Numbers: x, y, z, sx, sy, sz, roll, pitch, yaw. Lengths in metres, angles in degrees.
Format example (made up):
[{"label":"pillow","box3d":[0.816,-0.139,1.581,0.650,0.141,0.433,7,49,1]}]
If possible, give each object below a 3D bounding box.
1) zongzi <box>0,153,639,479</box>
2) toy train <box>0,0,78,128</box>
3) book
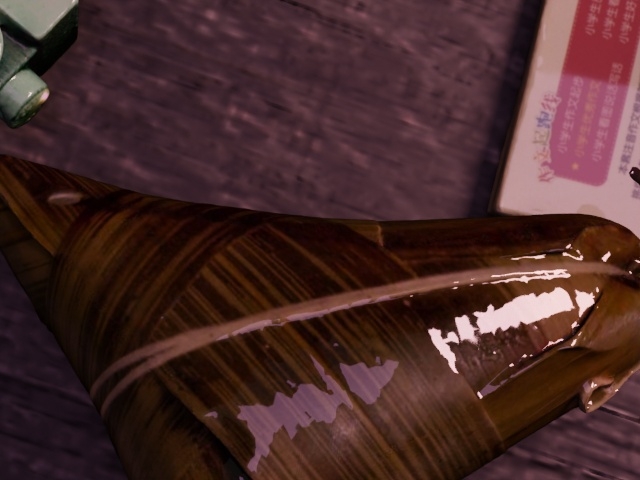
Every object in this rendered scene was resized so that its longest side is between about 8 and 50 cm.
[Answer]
[{"label":"zongzi","box3d":[0.000,0.000,0.818,0.247,0.111,0.241,-30,79,-9]},{"label":"toy train","box3d":[-0.174,-0.124,0.843,0.172,0.070,0.099,41,75,2]},{"label":"book","box3d":[0.205,-0.060,0.864,0.232,0.022,0.162,14,82,1]}]
